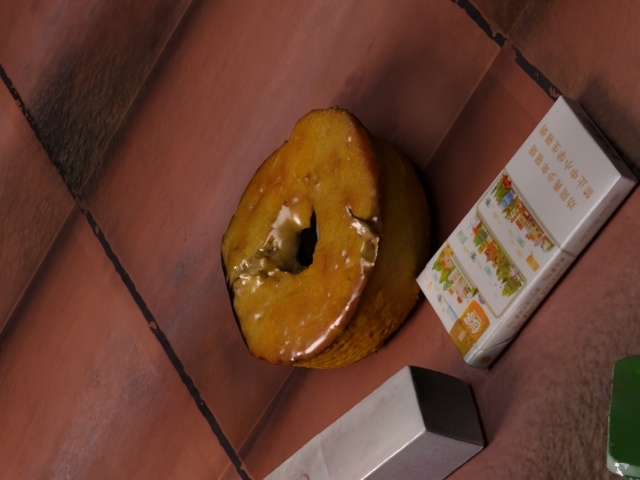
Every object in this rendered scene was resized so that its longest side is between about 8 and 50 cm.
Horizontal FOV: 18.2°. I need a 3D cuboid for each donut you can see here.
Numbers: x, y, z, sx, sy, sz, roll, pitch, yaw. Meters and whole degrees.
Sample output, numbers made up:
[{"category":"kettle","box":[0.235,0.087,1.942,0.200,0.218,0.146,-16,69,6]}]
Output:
[{"category":"donut","box":[0.001,0.002,1.889,0.253,0.118,0.254,-20,63,46]}]

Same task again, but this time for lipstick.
[{"category":"lipstick","box":[-0.005,0.244,1.823,0.371,0.079,0.076,-43,45,34]}]

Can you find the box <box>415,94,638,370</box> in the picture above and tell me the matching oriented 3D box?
[{"category":"box","box":[0.176,-0.006,1.739,0.220,0.032,0.122,-53,41,22]}]

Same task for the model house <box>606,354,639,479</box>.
[{"category":"model house","box":[0.334,0.241,1.351,0.340,0.300,0.324,-59,-27,-72]}]
